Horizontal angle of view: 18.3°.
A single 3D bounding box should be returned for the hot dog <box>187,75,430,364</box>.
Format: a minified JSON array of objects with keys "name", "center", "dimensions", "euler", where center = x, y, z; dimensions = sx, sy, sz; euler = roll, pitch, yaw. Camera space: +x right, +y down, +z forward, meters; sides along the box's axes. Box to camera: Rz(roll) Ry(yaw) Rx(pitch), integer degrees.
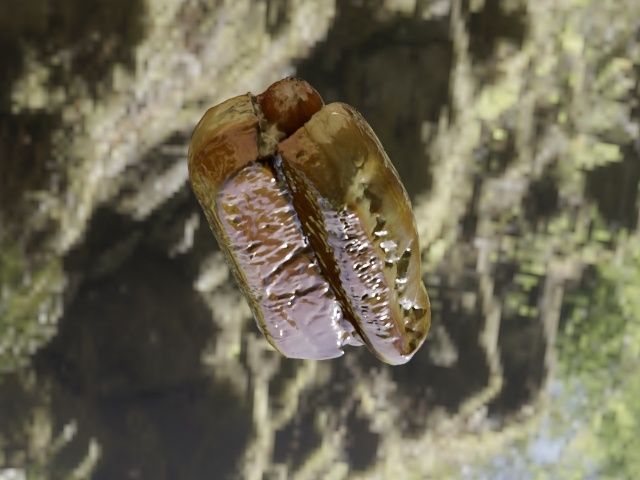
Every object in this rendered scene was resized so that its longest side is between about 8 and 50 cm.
[{"name":"hot dog","center":[0.000,0.000,0.904],"dimensions":[0.092,0.235,0.062],"euler":[1,-116,8]}]
